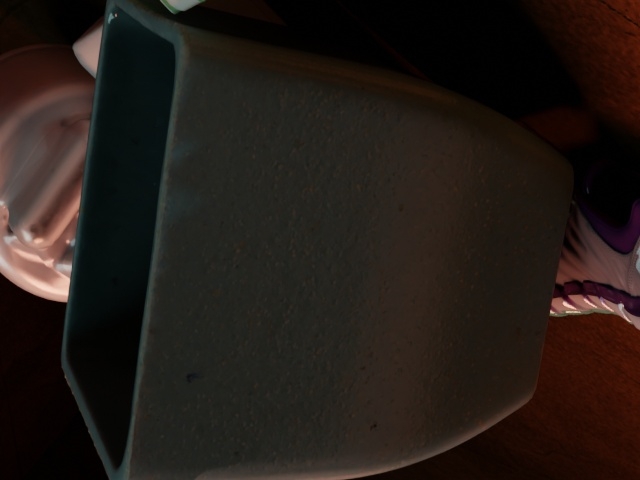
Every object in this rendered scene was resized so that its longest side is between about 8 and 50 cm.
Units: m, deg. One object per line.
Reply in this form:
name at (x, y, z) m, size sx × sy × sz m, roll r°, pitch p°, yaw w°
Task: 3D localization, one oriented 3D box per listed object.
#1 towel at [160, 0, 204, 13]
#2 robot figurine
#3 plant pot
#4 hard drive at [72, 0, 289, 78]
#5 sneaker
towel at (-0.053, -0.222, 0.734) m, size 0.248 × 0.038 × 0.325 m, roll 50°, pitch 152°, yaw -17°
robot figurine at (-0.232, -0.067, 1.576) m, size 0.300 × 0.200 × 0.353 m, roll 39°, pitch -179°, yaw -24°
plant pot at (0.000, 0.000, 1.022) m, size 0.252 × 0.248 × 0.247 m, roll 6°, pitch -168°, yaw -18°
hard drive at (-0.059, -0.092, 1.290) m, size 0.233 × 0.047 × 0.353 m, roll 45°, pitch 167°, yaw -13°
sneaker at (0.169, -0.009, 1.035) m, size 0.224 × 0.083 × 0.098 m, roll 9°, pitch 123°, yaw 65°
